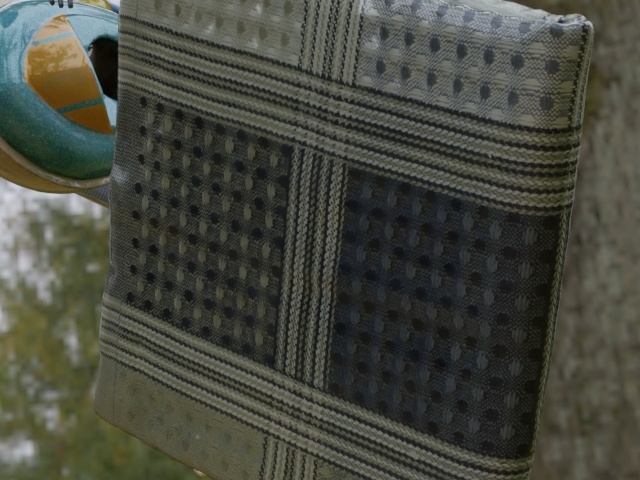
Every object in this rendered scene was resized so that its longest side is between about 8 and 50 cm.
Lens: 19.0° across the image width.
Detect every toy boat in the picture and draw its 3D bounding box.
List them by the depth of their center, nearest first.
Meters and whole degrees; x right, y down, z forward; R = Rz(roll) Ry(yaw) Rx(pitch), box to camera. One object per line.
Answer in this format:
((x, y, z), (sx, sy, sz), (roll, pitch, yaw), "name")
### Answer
((-0.254, -0.199, 1.730), (0.148, 0.318, 0.267), (-25, 0, 30), "toy boat")

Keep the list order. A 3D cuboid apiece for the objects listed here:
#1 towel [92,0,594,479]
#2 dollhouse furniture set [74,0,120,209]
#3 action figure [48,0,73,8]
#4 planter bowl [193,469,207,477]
((0.000, 0.000, 1.034), (0.324, 0.312, 0.056), (20, 22, 40), "towel")
((-0.148, -0.065, 1.882), (0.303, 0.286, 0.198), (28, -13, -24), "dollhouse furniture set")
((-0.116, -0.297, 1.467), (0.164, 0.141, 0.275), (-11, -32, -49), "action figure")
((-0.025, 0.114, 1.628), (0.090, 0.217, 0.217), (24, -31, -18), "planter bowl")
